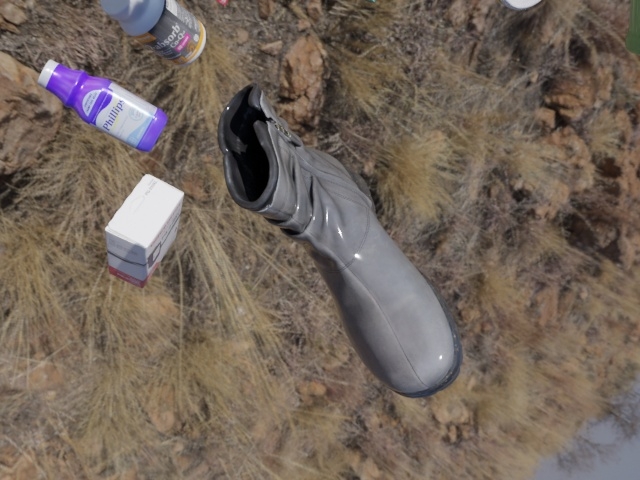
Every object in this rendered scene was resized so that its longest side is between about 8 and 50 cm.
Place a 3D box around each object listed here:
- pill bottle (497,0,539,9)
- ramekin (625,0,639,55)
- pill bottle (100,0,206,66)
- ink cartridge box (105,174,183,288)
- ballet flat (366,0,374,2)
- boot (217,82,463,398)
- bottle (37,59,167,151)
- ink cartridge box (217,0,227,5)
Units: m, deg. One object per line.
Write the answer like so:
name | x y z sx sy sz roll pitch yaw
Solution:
pill bottle | 0.375 -0.559 1.024 0.118 0.208 0.117 -7 131 -9
ramekin | 0.705 -0.448 0.874 0.303 0.303 0.148 -38 121 -29
pill bottle | -0.475 -0.635 1.443 0.162 0.162 0.278 -61 153 5
ink cartridge box | -0.418 -0.016 1.191 0.172 0.100 0.237 -67 -173 -33
ballet flat | 0.033 -0.653 1.227 0.241 0.091 0.077 10 108 -10
boot | 0.000 0.000 0.518 0.118 0.338 0.223 -41 142 14
bottle | -0.518 -0.325 1.201 0.283 0.092 0.118 29 101 -25
ink cartridge box | -0.309 -0.879 1.686 0.056 0.099 0.135 25 131 -24
